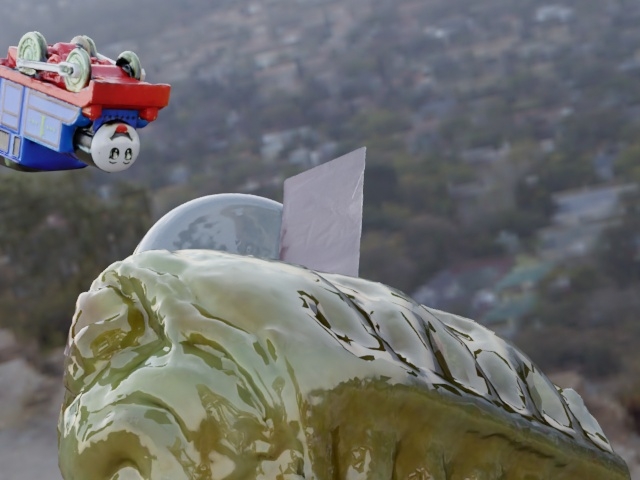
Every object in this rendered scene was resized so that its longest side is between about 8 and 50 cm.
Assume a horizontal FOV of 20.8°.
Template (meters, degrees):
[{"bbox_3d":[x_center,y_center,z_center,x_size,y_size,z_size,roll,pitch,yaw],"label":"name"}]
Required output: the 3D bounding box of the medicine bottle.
[{"bbox_3d":[-0.113,0.119,1.894,0.245,0.245,0.306,-20,-22,-28],"label":"medicine bottle"}]

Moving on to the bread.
[{"bbox_3d":[0.007,0.085,0.683,0.130,0.152,0.268,-36,-34,22],"label":"bread"}]

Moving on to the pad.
[{"bbox_3d":[0.000,0.000,1.761,0.113,0.187,0.006,-22,-40,36],"label":"pad"}]

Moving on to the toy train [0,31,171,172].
[{"bbox_3d":[-0.227,-0.119,1.588,0.083,0.131,0.204,0,14,-38],"label":"toy train"}]
